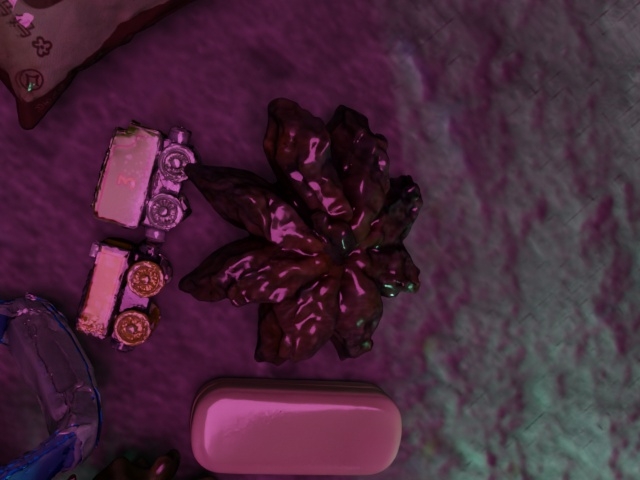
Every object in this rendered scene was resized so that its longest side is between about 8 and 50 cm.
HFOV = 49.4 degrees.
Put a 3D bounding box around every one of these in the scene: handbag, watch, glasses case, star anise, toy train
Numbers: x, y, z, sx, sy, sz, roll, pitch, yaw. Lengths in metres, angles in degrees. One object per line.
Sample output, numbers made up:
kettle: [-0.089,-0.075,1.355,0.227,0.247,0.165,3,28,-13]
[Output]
handbag: [-0.203,-0.240,0.536,0.235,0.127,0.213,-39,99,-8]
watch: [-0.328,0.109,0.518,0.274,0.068,0.276,-22,59,-40]
glasses case: [-0.023,0.174,0.649,0.196,0.050,0.083,6,96,-12]
star anise: [-0.001,-0.001,0.589,0.223,0.109,0.236,-47,113,-9]
toy train: [-0.161,-0.004,0.602,0.081,0.060,0.202,15,92,-5]

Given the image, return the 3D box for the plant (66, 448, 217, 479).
plant: [-0.185,0.345,0.560,0.333,0.180,0.251,-45,108,-6]
